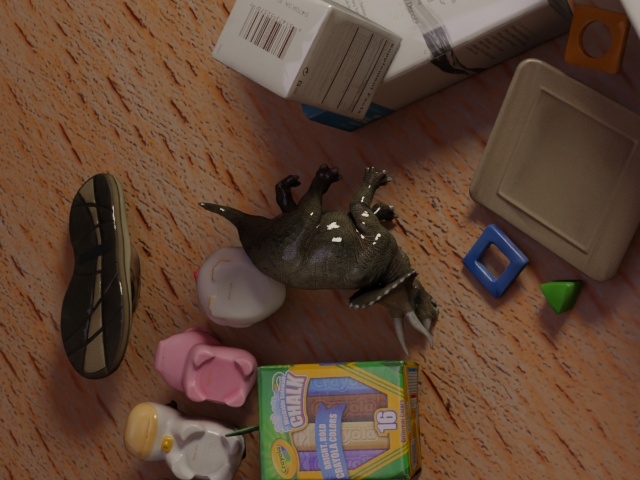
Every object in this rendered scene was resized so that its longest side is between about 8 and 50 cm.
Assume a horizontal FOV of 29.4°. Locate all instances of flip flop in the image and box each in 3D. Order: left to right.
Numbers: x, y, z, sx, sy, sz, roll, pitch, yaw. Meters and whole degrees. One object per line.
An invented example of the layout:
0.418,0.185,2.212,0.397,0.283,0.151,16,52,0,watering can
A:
-0.276,0.046,1.595,0.112,0.080,0.277,-20,62,28,flip flop

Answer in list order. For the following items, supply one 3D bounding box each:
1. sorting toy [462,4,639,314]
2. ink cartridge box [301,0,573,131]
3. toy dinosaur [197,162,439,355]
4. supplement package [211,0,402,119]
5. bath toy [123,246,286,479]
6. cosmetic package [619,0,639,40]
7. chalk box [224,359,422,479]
0.272,-0.080,1.318,0.196,0.047,0.348,36,120,32,sorting toy
0.105,-0.290,1.400,0.307,0.129,0.223,-23,76,23,ink cartridge box
0.000,0.000,1.395,0.313,0.121,0.160,16,61,3,toy dinosaur
-0.011,-0.203,1.278,0.105,0.179,0.105,31,102,24,supplement package
-0.143,0.170,1.487,0.151,0.129,0.348,17,95,-3,bath toy
0.409,-0.200,1.187,0.161,0.230,0.453,-29,73,22,cosmetic package
0.001,0.203,1.380,0.213,0.132,0.132,-2,84,11,chalk box
